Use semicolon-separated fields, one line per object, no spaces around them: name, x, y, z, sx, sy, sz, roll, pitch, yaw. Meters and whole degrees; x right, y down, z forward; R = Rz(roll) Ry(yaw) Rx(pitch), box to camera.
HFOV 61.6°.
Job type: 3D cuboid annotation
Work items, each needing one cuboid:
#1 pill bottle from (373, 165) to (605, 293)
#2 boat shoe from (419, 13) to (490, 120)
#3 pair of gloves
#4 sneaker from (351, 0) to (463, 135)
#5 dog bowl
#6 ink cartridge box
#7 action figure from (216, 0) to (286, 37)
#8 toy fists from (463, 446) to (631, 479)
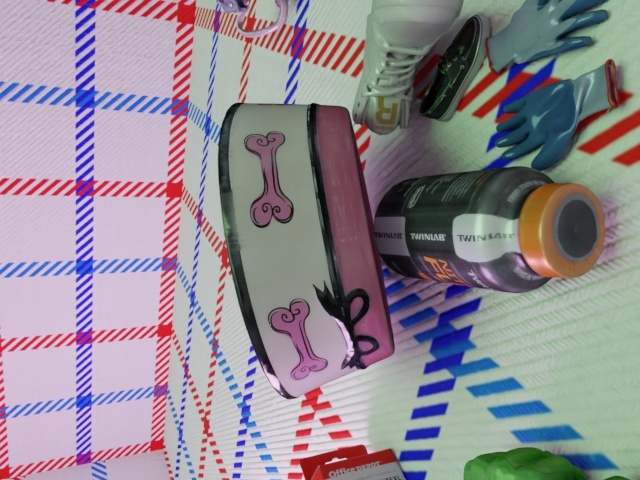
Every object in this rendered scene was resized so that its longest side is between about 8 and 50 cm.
pill bottle;0.174;-0.013;0.588;0.245;0.130;0.130;3;94;63
boat shoe;0.170;-0.218;0.688;0.049;0.040;0.142;61;142;43
pair of gloves;0.241;-0.177;0.571;0.159;0.023;0.198;157;111;-63
sneaker;0.104;-0.218;0.687;0.292;0.108;0.169;-87;3;-79
dog bowl;0.000;0.000;0.740;0.408;0.150;0.408;-11;-90;-82
ink cartridge box;0.069;0.407;0.812;0.231;0.134;0.078;61;143;41
action figure;-0.113;-0.677;1.149;0.276;0.248;0.370;46;-135;-65
toy fists;0.248;0.278;0.500;0.279;0.096;0.142;-10;92;62
